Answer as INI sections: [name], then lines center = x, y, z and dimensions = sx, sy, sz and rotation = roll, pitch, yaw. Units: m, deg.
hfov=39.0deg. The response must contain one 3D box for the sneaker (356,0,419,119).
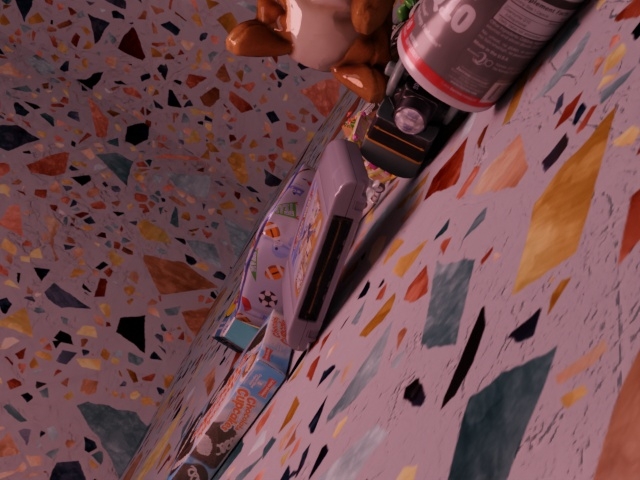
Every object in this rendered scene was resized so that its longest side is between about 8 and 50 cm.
[sneaker]
center = 0.156, -0.369, 1.922
dimensions = 0.344, 0.146, 0.134
rotation = -62, 8, -24

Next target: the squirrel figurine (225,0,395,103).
[squirrel figurine]
center = 0.064, -0.488, 1.521
dimensions = 0.397, 0.281, 0.371
rotation = -59, -10, -54

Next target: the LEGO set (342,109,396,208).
[LEGO set]
center = 0.073, -0.188, 1.645
dimensions = 0.132, 0.107, 0.287
rotation = -38, 29, 25

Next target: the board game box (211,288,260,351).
[board game box]
center = -0.118, 0.093, 2.052
dimensions = 0.336, 0.079, 0.254
rotation = -59, 8, -12

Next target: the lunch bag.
[lunch bag]
center = -0.054, 0.011, 1.697
dimensions = 0.303, 0.114, 0.243
rotation = -66, -4, 32

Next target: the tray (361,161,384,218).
[tray]
center = 0.099, -0.127, 1.743
dimensions = 0.145, 0.030, 0.270
rotation = -48, 12, 47

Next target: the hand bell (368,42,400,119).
[hand bell]
center = 0.132, -0.260, 1.744
dimensions = 0.126, 0.126, 0.242
rotation = -62, 6, -33

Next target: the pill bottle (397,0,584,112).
[pill bottle]
center = 0.234, -0.312, 1.128
dimensions = 0.283, 0.161, 0.161
rotation = -52, 10, 39

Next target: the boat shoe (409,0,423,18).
[boat shoe]
center = 0.291, -0.489, 1.763
dimensions = 0.109, 0.091, 0.305
rotation = -10, -20, -36

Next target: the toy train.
[toy train]
center = 0.169, -0.253, 1.450
dimensions = 0.334, 0.142, 0.190
rotation = -64, 1, -42

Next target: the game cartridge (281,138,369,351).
[game cartridge]
center = 0.000, 0.000, 1.415
dimensions = 0.198, 0.062, 0.297
rotation = -108, 33, -60

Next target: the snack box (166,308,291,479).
[snack box]
center = -0.154, 0.288, 1.562
dimensions = 0.322, 0.060, 0.187
rotation = -55, 8, 20
